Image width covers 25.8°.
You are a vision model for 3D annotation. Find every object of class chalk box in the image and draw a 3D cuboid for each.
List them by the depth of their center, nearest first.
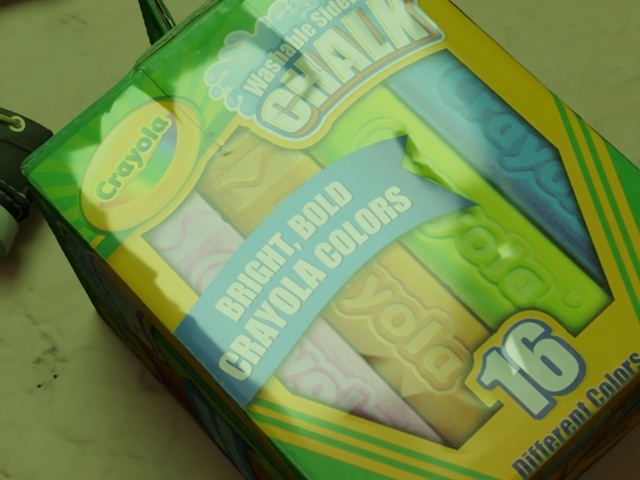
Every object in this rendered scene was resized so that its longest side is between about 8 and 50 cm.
[{"bbox_3d":[0.000,0.000,0.604,0.179,0.180,0.289,-42,72,-13],"label":"chalk box"}]

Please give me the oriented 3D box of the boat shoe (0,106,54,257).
[{"bbox_3d":[-0.243,-0.065,0.693,0.227,0.081,0.069,23,69,3],"label":"boat shoe"}]
